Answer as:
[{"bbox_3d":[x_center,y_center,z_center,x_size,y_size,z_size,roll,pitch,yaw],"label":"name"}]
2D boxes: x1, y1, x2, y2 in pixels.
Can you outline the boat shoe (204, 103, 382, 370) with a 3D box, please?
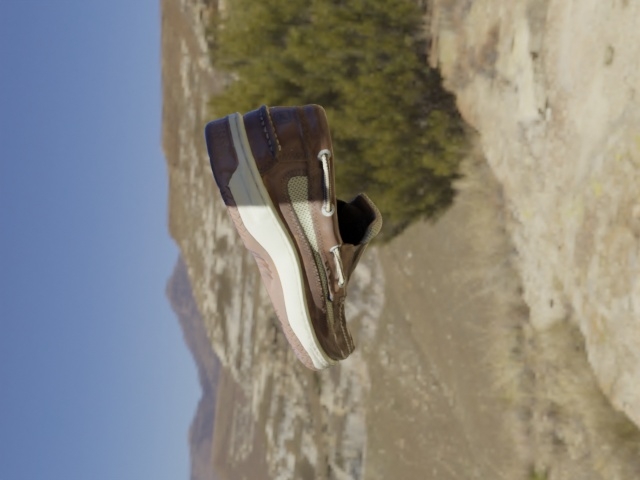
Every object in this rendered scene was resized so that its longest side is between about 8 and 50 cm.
[{"bbox_3d":[0.002,0.006,0.709,0.257,0.095,0.095,68,-177,-51],"label":"boat shoe"}]
